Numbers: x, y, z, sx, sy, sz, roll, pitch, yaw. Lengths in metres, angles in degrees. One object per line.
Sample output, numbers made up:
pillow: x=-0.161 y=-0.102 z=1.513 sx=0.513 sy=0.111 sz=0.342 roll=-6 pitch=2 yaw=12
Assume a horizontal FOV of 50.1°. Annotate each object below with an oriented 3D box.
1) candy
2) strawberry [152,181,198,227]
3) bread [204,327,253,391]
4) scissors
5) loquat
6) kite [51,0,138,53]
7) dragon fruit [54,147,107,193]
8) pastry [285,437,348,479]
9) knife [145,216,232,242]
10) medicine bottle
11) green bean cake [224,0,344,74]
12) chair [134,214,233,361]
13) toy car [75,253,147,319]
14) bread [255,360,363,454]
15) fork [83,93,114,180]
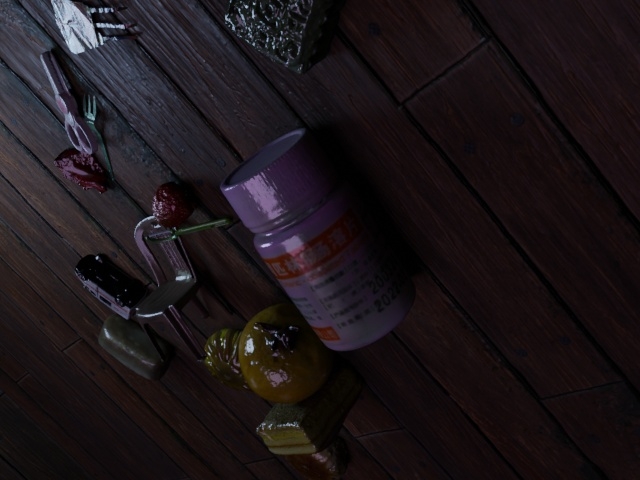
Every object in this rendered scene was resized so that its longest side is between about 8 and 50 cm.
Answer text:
candy: x=-0.554 y=0.318 z=2.051 sx=0.234 sy=0.102 sz=0.104 roll=28 pitch=138 yaw=11
strawberry: x=-0.339 y=-0.079 z=1.555 sx=0.106 sy=0.106 sz=0.106 roll=20 pitch=135 yaw=21
bread: x=-0.219 y=0.323 z=1.817 sx=0.213 sy=0.105 sz=0.213 roll=20 pitch=133 yaw=23
scissors: x=-0.577 y=-0.312 z=1.563 sx=0.118 sy=0.030 sz=0.242 roll=20 pitch=134 yaw=44
loquat: x=-0.079 y=0.255 z=1.566 sx=0.244 sy=0.244 sz=0.244 roll=20 pitch=135 yaw=21
kite: x=-0.463 y=-0.443 z=1.390 sx=0.229 sy=0.016 sz=0.127 roll=7 pitch=132 yaw=32
dragon fruit: x=-0.590 y=-0.162 z=1.686 sx=0.097 sy=0.063 sz=0.131 roll=-7 pitch=121 yaw=39
pastry: x=-0.018 y=0.602 z=1.920 sx=0.192 sy=0.093 sz=0.182 roll=8 pitch=132 yaw=30
knife: x=-0.297 y=-0.022 z=1.581 sx=0.212 sy=0.015 sz=0.054 roll=-13 pitch=156 yaw=15
medicine bottle: x=0.000 y=0.000 z=1.290 sx=0.219 sy=0.219 sz=0.388 roll=-15 pitch=115 yaw=43
green bean cake: x=-0.058 y=-0.377 z=1.097 sx=0.173 sy=0.094 sz=0.181 roll=35 pitch=137 yaw=6
chair: x=-0.375 y=0.118 z=1.690 sx=0.176 sy=0.183 sz=0.326 roll=-10 pitch=120 yaw=40
toy car: x=-0.593 y=0.130 z=1.926 sx=0.210 sy=0.089 sz=0.108 roll=35 pitch=143 yaw=0
bread: x=-0.019 y=0.404 z=1.643 sx=0.184 sy=0.234 sz=0.110 roll=-21 pitch=110 yaw=45
fork: x=-0.518 y=-0.232 z=1.607 sx=0.039 sy=0.021 sz=0.235 roll=20 pitch=134 yaw=25
